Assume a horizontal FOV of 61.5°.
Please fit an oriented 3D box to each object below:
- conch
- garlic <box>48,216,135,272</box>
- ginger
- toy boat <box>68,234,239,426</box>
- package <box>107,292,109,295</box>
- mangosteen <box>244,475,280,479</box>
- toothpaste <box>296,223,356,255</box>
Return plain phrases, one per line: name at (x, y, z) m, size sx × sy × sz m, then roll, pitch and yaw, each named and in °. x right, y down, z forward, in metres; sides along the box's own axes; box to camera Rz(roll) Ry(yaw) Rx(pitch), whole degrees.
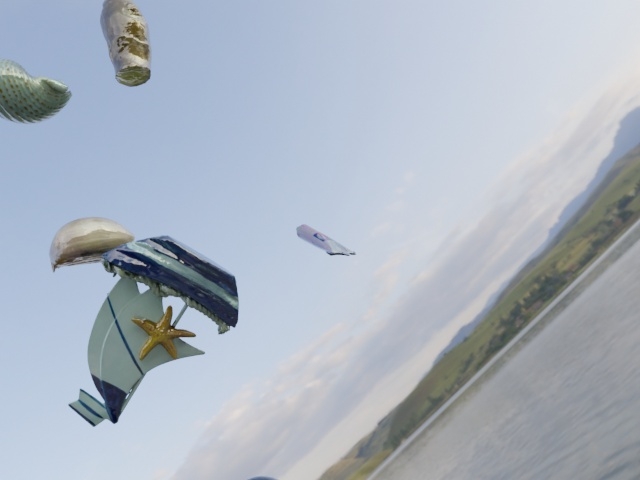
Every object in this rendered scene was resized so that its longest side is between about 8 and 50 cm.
conch at (-0.692, -0.333, 1.251) m, size 0.172 × 0.200 × 0.131 m, roll 98°, pitch -167°, yaw -77°
garlic at (-0.484, 0.008, 1.180) m, size 0.198 × 0.090 × 0.128 m, roll -14°, pitch -28°, yaw -39°
ginger at (-0.477, -0.501, 1.322) m, size 0.117 × 0.262 × 0.109 m, roll -17°, pitch -21°, yaw 0°
toy boat at (-0.260, 0.139, 0.791) m, size 0.291 × 0.221 × 0.067 m, roll -56°, pitch 18°, yaw 0°
package at (-0.637, 0.291, 1.779) m, size 0.030 × 0.239 × 0.154 m, roll -27°, pitch -26°, yaw -11°
mangosteen at (-0.188, 0.833, 1.534) m, size 0.302 × 0.275 × 0.275 m, roll -23°, pitch -28°, yaw -25°
toothpaste at (0.000, 0.000, 0.935) m, size 0.045 × 0.170 × 0.028 m, roll 6°, pitch -78°, yaw -31°
